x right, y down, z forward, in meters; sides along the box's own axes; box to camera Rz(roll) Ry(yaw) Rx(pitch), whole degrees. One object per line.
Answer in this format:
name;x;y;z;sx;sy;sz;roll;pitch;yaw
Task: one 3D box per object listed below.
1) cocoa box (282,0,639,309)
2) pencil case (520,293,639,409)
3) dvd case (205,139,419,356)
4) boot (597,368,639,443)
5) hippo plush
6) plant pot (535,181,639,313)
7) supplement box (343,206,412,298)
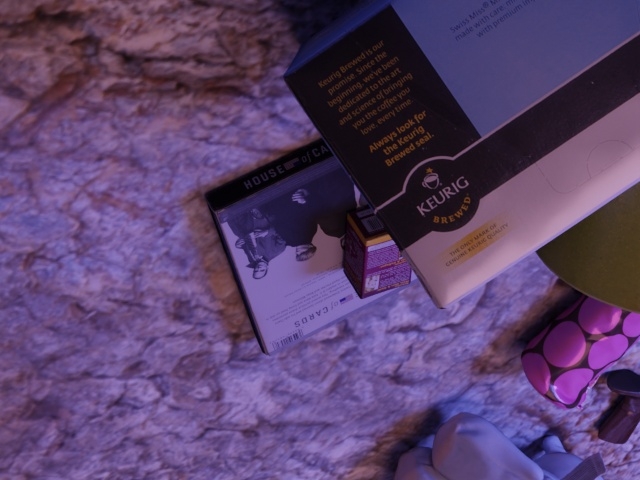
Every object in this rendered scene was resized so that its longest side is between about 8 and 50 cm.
cocoa box;0.175;-0.150;1.550;0.347;0.228;0.231;-34;-172;9
pencil case;0.319;0.092;2.118;0.098;0.095;0.209;41;110;-15
dvd case;0.000;0.000;1.845;0.179;0.029;0.238;-26;143;-7
boot;0.355;0.204;2.316;0.106;0.037;0.114;6;134;-36
hippo plush;0.229;0.288;2.231;0.294;0.234;0.236;-31;176;24
plant pot;0.343;-0.123;1.784;0.275;0.275;0.293;-12;125;-24
supplement box;0.056;0.008;1.831;0.055;0.043;0.083;-17;140;-20
